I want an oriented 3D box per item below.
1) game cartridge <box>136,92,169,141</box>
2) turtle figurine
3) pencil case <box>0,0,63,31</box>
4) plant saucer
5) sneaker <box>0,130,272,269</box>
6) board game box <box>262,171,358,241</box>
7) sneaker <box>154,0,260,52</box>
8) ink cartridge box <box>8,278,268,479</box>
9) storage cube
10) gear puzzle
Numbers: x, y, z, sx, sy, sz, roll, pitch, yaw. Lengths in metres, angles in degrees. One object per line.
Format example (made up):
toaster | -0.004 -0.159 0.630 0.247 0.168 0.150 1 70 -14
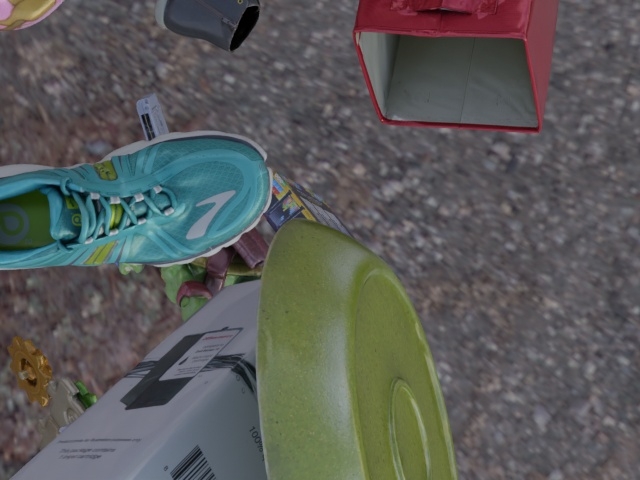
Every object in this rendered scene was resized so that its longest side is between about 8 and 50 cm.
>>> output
game cartridge | -0.179 -0.118 1.659 0.017 0.056 0.083 -14 101 13
turtle figurine | -0.078 0.091 1.411 0.266 0.198 0.274 8 68 3
pencil case | -0.235 -0.227 0.752 0.167 0.386 0.160 -37 74 4
plant saucer | 0.029 0.103 0.740 0.037 0.241 0.241 -12 107 17
sneaker | -0.172 -0.019 1.185 0.275 0.110 0.107 -11 96 2
board game box | 0.000 0.000 1.748 0.048 0.170 0.141 -40 72 8
sneaker | -0.110 -0.346 1.856 0.118 0.083 0.222 26 105 20
ink cartridge box | -0.048 0.133 0.756 0.208 0.087 0.153 -42 116 -43
storage cube | 0.151 -0.247 1.625 0.184 0.215 0.193 4 65 15
gear puzzle | -0.253 0.242 1.720 0.044 0.339 0.175 -27 155 -36
